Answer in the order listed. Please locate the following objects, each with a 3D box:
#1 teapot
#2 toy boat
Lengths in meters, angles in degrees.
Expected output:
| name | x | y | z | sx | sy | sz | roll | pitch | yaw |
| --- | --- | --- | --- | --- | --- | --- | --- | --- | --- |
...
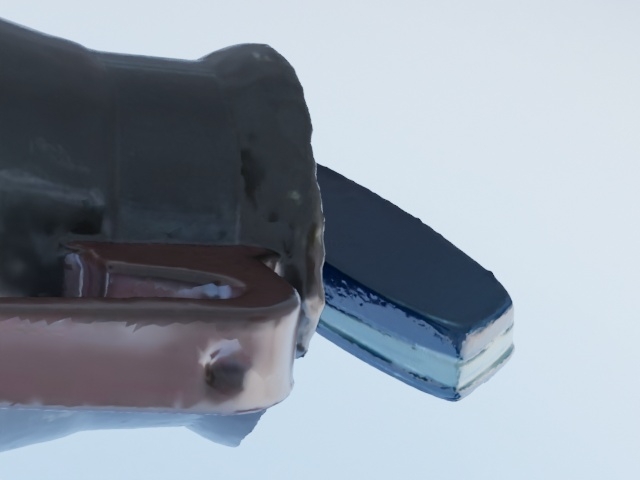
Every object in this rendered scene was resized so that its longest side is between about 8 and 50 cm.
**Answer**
| name | x | y | z | sx | sy | sz | roll | pitch | yaw |
| --- | --- | --- | --- | --- | --- | --- | --- | --- | --- |
| teapot | -0.177 | 0.003 | 0.625 | 0.361 | 0.306 | 0.376 | 1 | -168 | -21 |
| toy boat | 0.000 | 0.000 | 0.837 | 0.299 | 0.062 | 0.096 | 32 | -131 | 30 |
